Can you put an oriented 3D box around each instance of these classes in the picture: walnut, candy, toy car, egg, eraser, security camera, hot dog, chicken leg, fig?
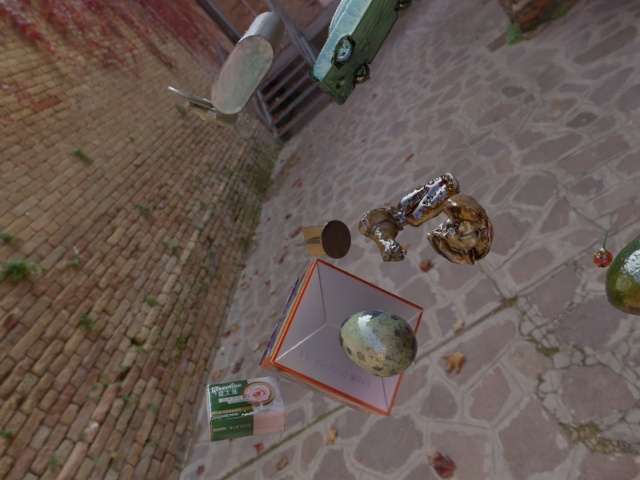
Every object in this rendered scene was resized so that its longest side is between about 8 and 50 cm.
[{"bbox_3d":[0.484,-0.038,1.564,0.141,0.204,0.238,-42,-22,-40],"label":"walnut"},{"bbox_3d":[0.914,0.026,1.515,0.061,0.201,0.060,-13,55,19],"label":"candy"},{"bbox_3d":[0.088,-0.458,1.001,0.320,0.097,0.141,-59,-24,8],"label":"toy car"},{"bbox_3d":[0.123,0.221,1.034,0.182,0.141,0.141,16,57,31],"label":"egg"},{"bbox_3d":[-0.147,-0.373,0.979,0.174,0.081,0.227,-50,22,30],"label":"eraser"},{"bbox_3d":[-0.433,-0.485,1.723,0.301,0.157,0.080,1,-64,-64],"label":"security camera"},{"bbox_3d":[0.421,-0.157,1.844,0.270,0.082,0.162,-36,46,17],"label":"hot dog"},{"bbox_3d":[0.153,-0.023,1.157,0.196,0.125,0.080,-70,-12,-57],"label":"chicken leg"},{"bbox_3d":[0.718,0.037,0.988,0.203,0.235,0.203,-2,10,0],"label":"fig"}]

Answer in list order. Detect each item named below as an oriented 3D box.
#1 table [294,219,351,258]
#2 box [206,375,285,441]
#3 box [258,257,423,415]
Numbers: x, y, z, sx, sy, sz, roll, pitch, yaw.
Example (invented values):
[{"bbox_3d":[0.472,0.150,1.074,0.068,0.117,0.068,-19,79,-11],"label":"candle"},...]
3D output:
[{"bbox_3d":[0.000,0.000,2.080,0.227,0.167,0.167,-4,45,52],"label":"table"},{"bbox_3d":[-0.200,0.445,1.255,0.135,0.199,0.081,-123,35,-60],"label":"box"},{"bbox_3d":[0.053,0.283,1.357,0.257,0.349,0.318,129,164,-69],"label":"box"}]
